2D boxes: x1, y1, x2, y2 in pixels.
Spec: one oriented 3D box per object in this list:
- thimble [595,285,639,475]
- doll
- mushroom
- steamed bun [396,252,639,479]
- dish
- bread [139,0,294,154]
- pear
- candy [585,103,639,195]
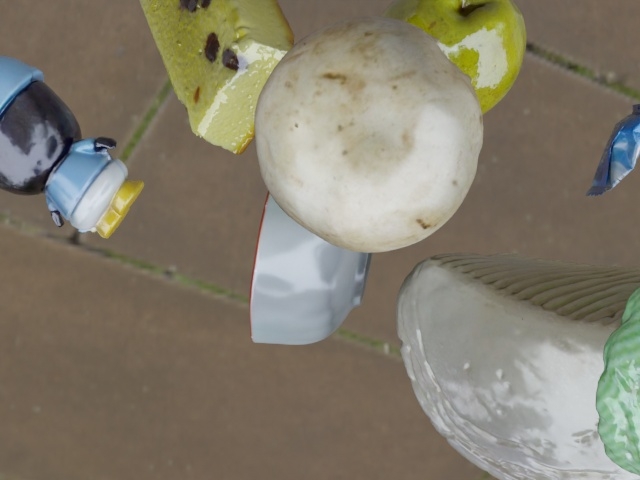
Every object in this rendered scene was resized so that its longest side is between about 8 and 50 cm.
[{"bbox_3d":[0.325,0.103,1.123,0.150,0.219,0.219,25,150,36],"label":"thimble"},{"bbox_3d":[-0.380,-0.130,1.902,0.314,0.141,0.177,37,121,-1],"label":"doll"},{"bbox_3d":[0.036,-0.076,1.030,0.166,0.127,0.166,2,96,17],"label":"mushroom"},{"bbox_3d":[0.261,0.147,1.411,0.384,0.247,0.236,11,101,32],"label":"steamed bun"},{"bbox_3d":[0.000,0.000,1.627,0.117,0.256,0.256,11,135,4],"label":"dish"},{"bbox_3d":[-0.128,-0.269,1.540,0.077,0.361,0.138,8,135,-37],"label":"bread"},{"bbox_3d":[0.157,-0.238,1.783,0.198,0.198,0.198,-2,135,-2],"label":"pear"},{"bbox_3d":[0.385,-0.117,1.871,0.038,0.088,0.136,28,90,-11],"label":"candy"}]
